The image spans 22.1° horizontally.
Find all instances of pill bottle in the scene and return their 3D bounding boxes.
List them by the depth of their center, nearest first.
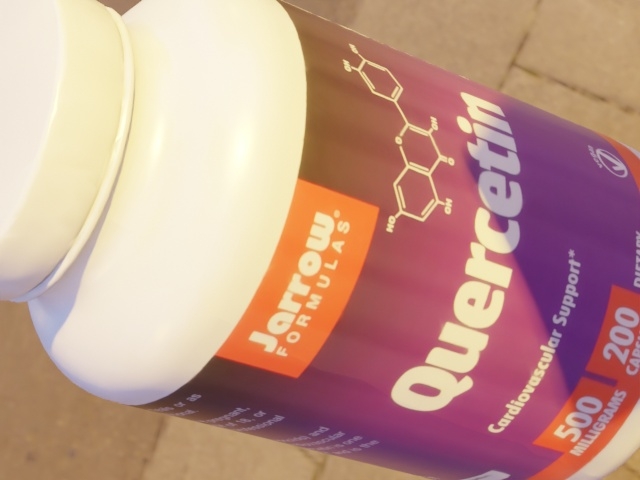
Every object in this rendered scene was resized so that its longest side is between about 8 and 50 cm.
[{"bbox_3d":[0.000,0.000,0.717,0.181,0.323,0.181,-31,51,47],"label":"pill bottle"}]
